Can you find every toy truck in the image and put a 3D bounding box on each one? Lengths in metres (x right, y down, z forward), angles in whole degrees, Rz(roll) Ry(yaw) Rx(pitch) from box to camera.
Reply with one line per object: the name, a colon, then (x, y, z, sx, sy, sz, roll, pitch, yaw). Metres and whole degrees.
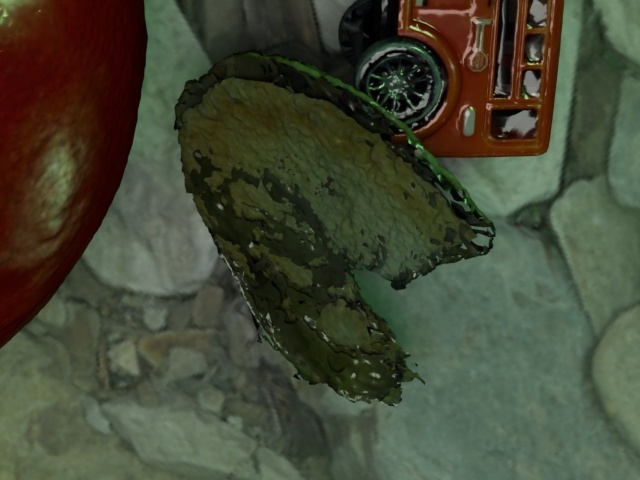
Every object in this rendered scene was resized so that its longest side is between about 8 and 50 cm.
toy truck: (0.073, -0.171, 1.014, 0.114, 0.107, 0.252, 2, 111, -4)

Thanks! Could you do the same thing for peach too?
peach: (-0.240, -0.062, 1.003, 0.281, 0.281, 0.338, 33, 108, -5)

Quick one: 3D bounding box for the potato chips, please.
potato chips: (0.003, -0.003, 1.062, 0.202, 0.029, 0.220, 29, 140, 21)
